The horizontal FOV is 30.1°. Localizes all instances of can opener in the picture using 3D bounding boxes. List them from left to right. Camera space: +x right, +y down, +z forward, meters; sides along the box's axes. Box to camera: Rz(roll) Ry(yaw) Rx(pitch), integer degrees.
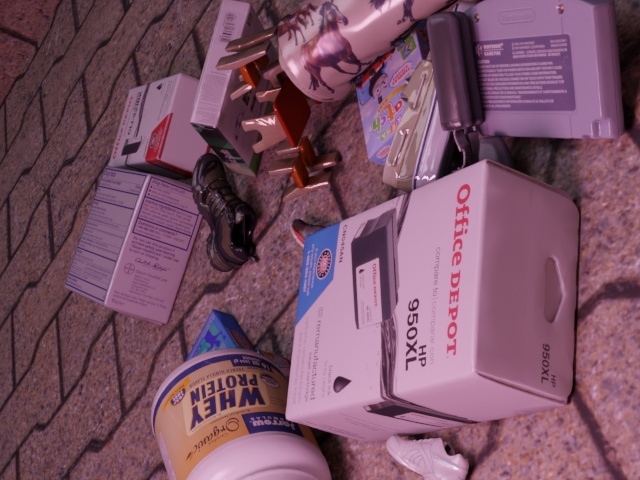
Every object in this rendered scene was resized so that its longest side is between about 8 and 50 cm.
[{"bbox_3d":[0.208,-0.177,1.631,0.093,0.074,0.280,-11,95,28],"label":"can opener"}]

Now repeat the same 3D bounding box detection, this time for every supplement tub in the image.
[{"bbox_3d":[-0.116,0.334,1.788,0.228,0.228,0.316,-59,32,18],"label":"supplement tub"}]

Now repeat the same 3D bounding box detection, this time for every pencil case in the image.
[{"bbox_3d":[0.122,-0.385,1.833,0.410,0.183,0.160,-35,87,26],"label":"pencil case"}]

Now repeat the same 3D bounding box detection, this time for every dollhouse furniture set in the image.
[{"bbox_3d":[-0.039,-0.243,2.009,0.135,0.262,0.259,-18,26,19],"label":"dollhouse furniture set"}]

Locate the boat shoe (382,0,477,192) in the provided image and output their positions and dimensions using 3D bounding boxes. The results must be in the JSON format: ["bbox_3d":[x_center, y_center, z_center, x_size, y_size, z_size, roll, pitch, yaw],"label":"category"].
[{"bbox_3d":[0.165,-0.213,1.757,0.094,0.109,0.302,13,83,16],"label":"boat shoe"}]

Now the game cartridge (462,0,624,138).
[{"bbox_3d":[0.284,-0.235,1.577,0.294,0.060,0.196,12,115,59],"label":"game cartridge"}]

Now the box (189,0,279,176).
[{"bbox_3d":[-0.146,-0.268,2.167,0.322,0.059,0.232,52,-128,-73],"label":"box"}]

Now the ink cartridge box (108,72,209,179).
[{"bbox_3d":[-0.342,-0.241,2.600,0.273,0.114,0.196,-3,71,58],"label":"ink cartridge box"}]

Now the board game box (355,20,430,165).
[{"bbox_3d":[0.125,-0.250,1.934,0.160,0.039,0.211,-43,40,36],"label":"board game box"}]

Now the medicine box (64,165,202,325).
[{"bbox_3d":[-0.389,0.004,2.498,0.263,0.149,0.289,13,84,59],"label":"medicine box"}]

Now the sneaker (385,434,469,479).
[{"bbox_3d":[0.146,0.289,1.580,0.152,0.054,0.061,26,86,53],"label":"sneaker"}]

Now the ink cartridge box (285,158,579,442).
[{"bbox_3d":[0.139,0.094,1.583,0.395,0.166,0.285,-23,54,50],"label":"ink cartridge box"}]

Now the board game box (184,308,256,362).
[{"bbox_3d":[-0.179,0.242,2.120,0.160,0.047,0.210,-61,31,13],"label":"board game box"}]

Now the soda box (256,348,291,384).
[{"bbox_3d":[-0.116,0.273,1.986,0.183,0.063,0.058,-58,32,19],"label":"soda box"}]

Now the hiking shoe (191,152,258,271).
[{"bbox_3d":[-0.166,-0.060,2.221,0.114,0.086,0.226,-15,87,37],"label":"hiking shoe"}]

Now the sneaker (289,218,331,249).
[{"bbox_3d":[0.000,0.000,1.989,0.065,0.061,0.158,-38,35,0],"label":"sneaker"}]
